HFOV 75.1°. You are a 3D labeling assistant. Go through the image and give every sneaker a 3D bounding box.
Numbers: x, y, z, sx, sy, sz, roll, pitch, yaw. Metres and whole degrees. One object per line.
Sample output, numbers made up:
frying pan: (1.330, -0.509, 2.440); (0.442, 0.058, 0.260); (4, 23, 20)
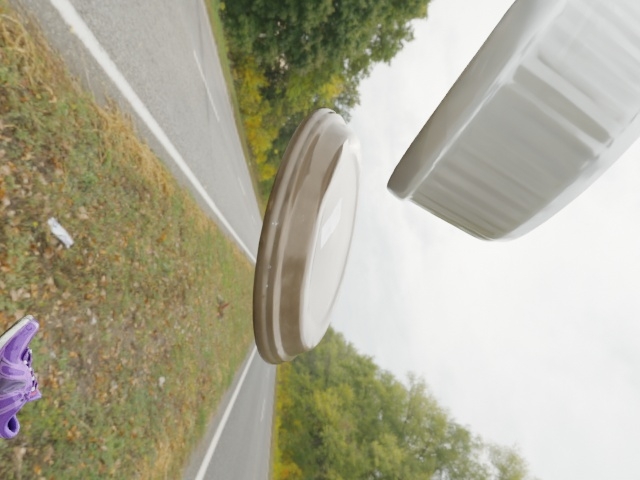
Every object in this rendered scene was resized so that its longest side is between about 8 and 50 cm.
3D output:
sneaker: (-0.403, 0.180, 0.553); (0.068, 0.071, 0.169); (-148, -103, -73)

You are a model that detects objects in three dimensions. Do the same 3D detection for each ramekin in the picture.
ramekin: (0.195, -0.118, 0.397); (0.273, 0.127, 0.273); (-50, 174, -8)

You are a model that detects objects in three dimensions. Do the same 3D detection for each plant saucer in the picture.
plant saucer: (0.000, 0.000, 0.454); (0.278, 0.041, 0.277); (12, 90, -77)
